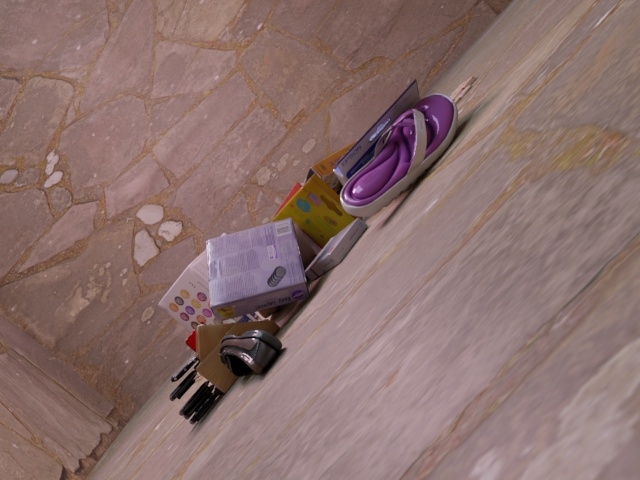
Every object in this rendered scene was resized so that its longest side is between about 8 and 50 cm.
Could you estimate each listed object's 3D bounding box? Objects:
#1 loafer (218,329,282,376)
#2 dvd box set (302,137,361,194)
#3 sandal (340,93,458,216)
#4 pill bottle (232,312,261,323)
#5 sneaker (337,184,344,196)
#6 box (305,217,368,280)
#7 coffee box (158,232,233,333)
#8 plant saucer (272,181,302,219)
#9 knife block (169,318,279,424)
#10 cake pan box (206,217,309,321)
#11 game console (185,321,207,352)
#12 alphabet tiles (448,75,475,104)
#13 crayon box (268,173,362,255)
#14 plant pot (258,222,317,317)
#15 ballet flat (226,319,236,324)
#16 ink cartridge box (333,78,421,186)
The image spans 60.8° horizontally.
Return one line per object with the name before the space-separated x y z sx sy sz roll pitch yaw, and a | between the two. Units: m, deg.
loafer | -0.175 0.259 1.200 0.267 0.096 0.084 -34 25 57
dvd box set | 0.100 -0.247 1.966 0.420 0.062 0.307 -34 -15 -28
sandal | 0.197 -0.227 1.310 0.169 0.102 0.416 22 65 37
pill bottle | -0.267 0.250 1.848 0.067 0.120 0.067 -47 5 5
sneaker | 0.156 -0.205 1.818 0.319 0.112 0.131 -47 2 27
box | 0.038 0.025 1.468 0.145 0.038 0.186 -51 5 -29
coffee box | -0.491 0.238 2.600 0.334 0.337 0.338 -45 6 33
plant saucer | -0.090 -0.081 2.382 0.048 0.258 0.259 0 42 29
knife block | -0.238 0.327 1.363 0.276 0.242 0.088 -2 -9 -17
cake pan box | -0.169 0.066 1.422 0.246 0.070 0.267 -15 44 -2
game console | -0.387 0.360 1.887 0.085 0.144 0.124 -48 5 -10
alphabet tiles | 0.442 -0.473 1.971 0.284 0.021 0.278 -48 5 1
crayon box | -0.010 -0.068 1.677 0.081 0.202 0.318 -51 7 -36
plant pot | -0.135 0.063 1.633 0.229 0.263 0.263 -31 4 -3
ballet flat | -0.332 0.351 2.047 0.213 0.072 0.068 140 144 -61
ink cartridge box | 0.171 -0.258 1.507 0.303 0.072 0.307 -47 -31 -4
